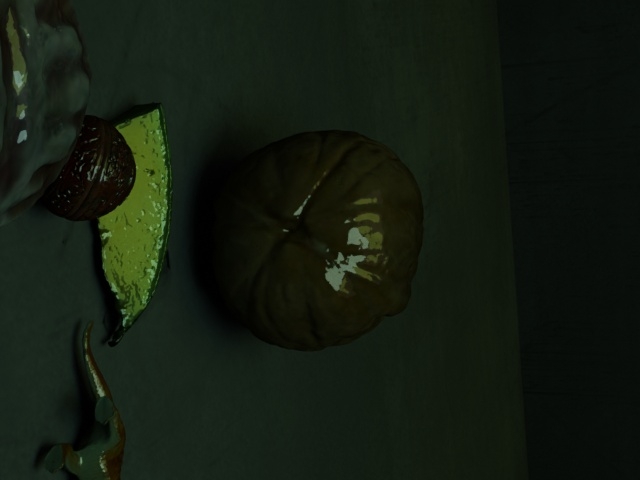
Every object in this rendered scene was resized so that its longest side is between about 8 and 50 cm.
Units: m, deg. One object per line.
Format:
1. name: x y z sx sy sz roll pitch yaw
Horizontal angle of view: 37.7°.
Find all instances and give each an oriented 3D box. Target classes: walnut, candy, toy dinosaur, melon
1. walnut: 0.002 0.001 1.180 0.313 0.252 0.277 31 61 -74
2. candy: -0.278 -0.110 0.655 0.289 0.157 0.214 -34 134 -70
3. toy dinosaur: -0.209 0.202 0.929 0.142 0.057 0.212 68 30 -63
4. melon: -0.198 -0.021 0.971 0.114 0.053 0.261 7 82 -59

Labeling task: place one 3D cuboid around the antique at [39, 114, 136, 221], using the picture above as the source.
1. antique: -0.218 -0.066 0.861 0.104 0.104 0.104 -1 90 -67
